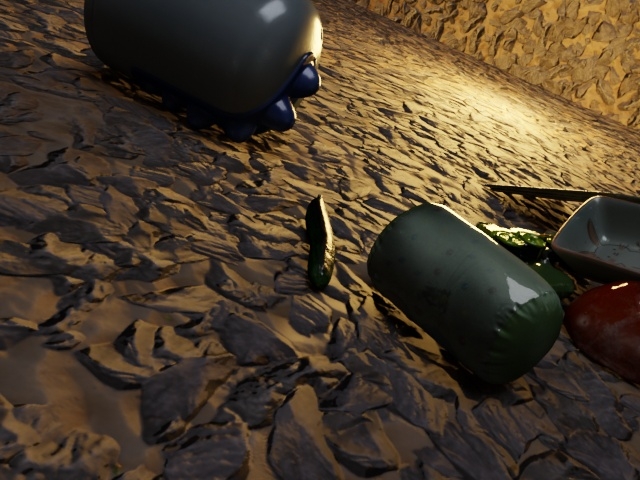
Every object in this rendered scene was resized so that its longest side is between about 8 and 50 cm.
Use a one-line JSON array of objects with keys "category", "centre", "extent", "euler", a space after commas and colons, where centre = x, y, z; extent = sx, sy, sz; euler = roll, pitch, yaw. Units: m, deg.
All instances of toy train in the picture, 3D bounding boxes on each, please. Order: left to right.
[{"category": "toy train", "centre": [0.331, 0.013, 0.924], "extent": [0.249, 0.053, 0.085], "euler": [5, 25, -31]}]

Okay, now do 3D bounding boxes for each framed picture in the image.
[{"category": "framed picture", "centre": [0.460, -0.076, 1.113], "extent": [0.217, 0.017, 0.274], "euler": [4, 6, -30]}]

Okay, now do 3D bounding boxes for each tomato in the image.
[{"category": "tomato", "centre": [0.383, 0.101, 0.752], "extent": [0.159, 0.091, 0.139], "euler": [35, 32, 21]}]

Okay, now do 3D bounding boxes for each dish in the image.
[{"category": "dish", "centre": [0.439, 0.026, 0.830], "extent": [0.234, 0.064, 0.154], "euler": [21, 44, 39]}]

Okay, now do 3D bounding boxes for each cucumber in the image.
[{"category": "cucumber", "centre": [0.000, 0.000, 0.727], "extent": [0.036, 0.033, 0.184], "euler": [40, 20, -21]}]

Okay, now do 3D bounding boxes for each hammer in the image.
[{"category": "hammer", "centre": [0.216, 0.049, 0.724], "extent": [0.335, 0.119, 0.206], "euler": [1, 34, -48]}]

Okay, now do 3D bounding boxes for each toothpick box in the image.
[{"category": "toothpick box", "centre": [-0.159, -0.297, 0.970], "extent": [0.354, 0.263, 0.263], "euler": [29, 27, 13]}]
